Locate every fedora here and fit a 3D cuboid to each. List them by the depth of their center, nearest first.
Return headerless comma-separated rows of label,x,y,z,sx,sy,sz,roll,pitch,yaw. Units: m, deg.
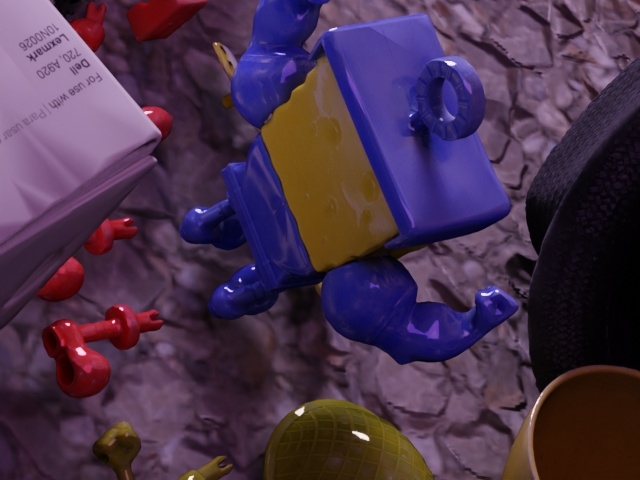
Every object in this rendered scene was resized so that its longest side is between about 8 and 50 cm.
fedora,0.240,-0.024,1.114,0.334,0.334,0.152,6,25,-29

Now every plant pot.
plant pot,0.143,0.145,1.012,0.134,0.095,0.134,16,49,-19

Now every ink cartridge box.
ink cartridge box,-0.228,-0.077,0.844,0.278,0.201,0.117,50,51,1

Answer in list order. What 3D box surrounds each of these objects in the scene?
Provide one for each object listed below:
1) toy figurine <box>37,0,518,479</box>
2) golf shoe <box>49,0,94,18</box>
toy figurine,0.000,0.000,0.918,0.191,0.217,0.362,-7,70,-43
golf shoe,-0.140,-0.198,1.051,0.120,0.105,0.273,40,43,14
